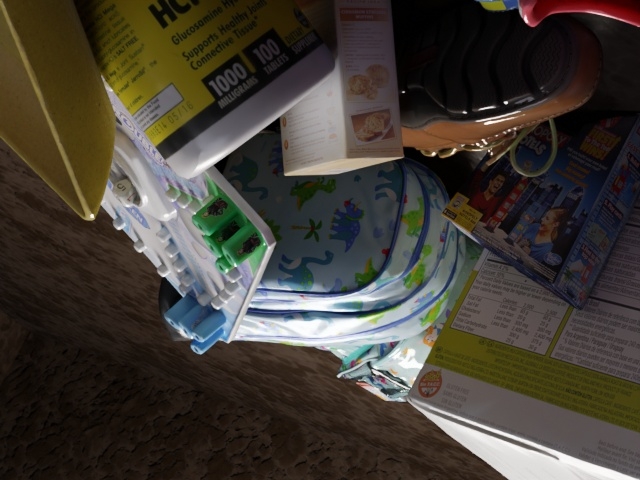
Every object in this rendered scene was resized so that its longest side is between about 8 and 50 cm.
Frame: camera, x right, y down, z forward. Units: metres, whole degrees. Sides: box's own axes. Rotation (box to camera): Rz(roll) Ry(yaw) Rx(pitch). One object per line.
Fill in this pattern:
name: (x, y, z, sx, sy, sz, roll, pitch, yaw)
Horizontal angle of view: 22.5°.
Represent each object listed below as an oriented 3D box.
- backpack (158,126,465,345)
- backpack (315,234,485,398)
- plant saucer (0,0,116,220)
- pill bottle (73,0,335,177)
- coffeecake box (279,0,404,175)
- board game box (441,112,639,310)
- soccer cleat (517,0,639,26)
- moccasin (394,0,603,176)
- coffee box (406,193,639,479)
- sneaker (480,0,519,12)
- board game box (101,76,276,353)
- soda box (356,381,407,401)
backpack: (0.000, 0.000, 1.986, 0.355, 0.290, 0.273, 14, 157, 10)
backpack: (0.118, 0.083, 2.145, 0.191, 0.225, 0.253, 26, 160, -19)
plant saucer: (-0.307, -0.223, 1.466, 0.333, 0.081, 0.333, 41, 157, 36)
pill bottle: (-0.152, -0.240, 1.490, 0.334, 0.188, 0.188, 53, 159, -6)
coffeecake box: (0.014, -0.165, 1.601, 0.068, 0.186, 0.142, -3, 177, -26)
board game box: (0.250, -0.055, 1.648, 0.060, 0.194, 0.194, 39, 179, -40)
soccer cleat: (0.300, -0.194, 1.178, 0.318, 0.116, 0.109, 9, 156, 17)
moccasin: (0.159, -0.140, 1.564, 0.147, 0.139, 0.380, 17, 164, -23)
coffee box: (0.372, 0.134, 1.705, 0.338, 0.334, 0.337, 14, 161, 47)
sneaker: (0.177, -0.243, 1.339, 0.082, 0.069, 0.209, 40, 159, -29)
board game box: (-0.219, -0.070, 1.760, 0.390, 0.050, 0.390, 48, 161, 8)
soda box: (0.124, 0.146, 2.388, 0.063, 0.183, 0.058, 32, 163, -24)
